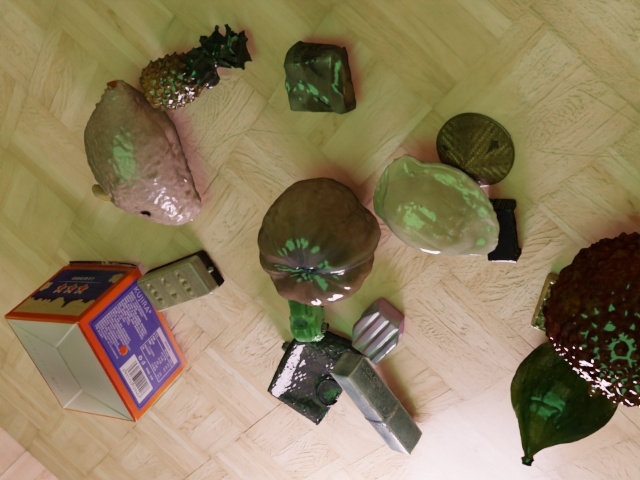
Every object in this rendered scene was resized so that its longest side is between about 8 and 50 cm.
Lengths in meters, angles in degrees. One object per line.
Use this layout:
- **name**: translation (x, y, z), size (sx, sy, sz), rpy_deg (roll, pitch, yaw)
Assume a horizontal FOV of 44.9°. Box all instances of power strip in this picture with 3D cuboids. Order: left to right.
- **power strip**: translation (-0.354, 0.104, 1.954), size (0.256, 0.070, 0.105), rpy_deg (-20, 110, 41)

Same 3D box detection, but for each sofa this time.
- **sofa**: translation (0.333, -0.018, 1.418), size (0.060, 0.039, 0.118), rpy_deg (6, 126, 32)

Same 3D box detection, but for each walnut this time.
- **walnut**: translation (-0.002, 0.001, 1.526), size (0.248, 0.248, 0.248), rpy_deg (18, 131, 22)

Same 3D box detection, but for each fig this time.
- **fig**: translation (0.444, 0.318, 1.463), size (0.203, 0.235, 0.203), rpy_deg (22, 135, 24)

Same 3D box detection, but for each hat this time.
- **hat**: translation (0.259, -0.143, 1.351), size (0.145, 0.067, 0.146), rpy_deg (18, 131, 22)

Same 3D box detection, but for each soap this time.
- **soap**: translation (0.128, 0.197, 1.709), size (0.100, 0.056, 0.149), rpy_deg (37, 136, 1)

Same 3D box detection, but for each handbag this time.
- **handbag**: translation (-0.013, 0.318, 1.858), size (0.175, 0.089, 0.270), rpy_deg (29, 119, 1)

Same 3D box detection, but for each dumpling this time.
- **dumpling**: translation (0.208, -0.065, 1.396), size (0.252, 0.131, 0.179), rpy_deg (28, 131, 22)

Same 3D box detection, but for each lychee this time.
- **lychee**: translation (0.508, 0.133, 1.255), size (0.275, 0.275, 0.304), rpy_deg (27, 113, 14)

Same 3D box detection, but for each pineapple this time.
- **pineapple**: translation (-0.240, -0.341, 1.515), size (0.251, 0.125, 0.125), rpy_deg (-17, 113, 35)

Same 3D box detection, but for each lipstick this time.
- **lipstick**: translation (0.132, 0.377, 1.797), size (0.076, 0.077, 0.290), rpy_deg (3, 135, 51)

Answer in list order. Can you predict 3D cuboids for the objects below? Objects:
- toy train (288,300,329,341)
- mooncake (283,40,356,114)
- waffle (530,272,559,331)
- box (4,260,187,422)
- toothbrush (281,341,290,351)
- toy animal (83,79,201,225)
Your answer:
- **toy train**: translation (-0.035, 0.153, 1.752), size (0.099, 0.081, 0.149), rpy_deg (-6, 77, 34)
- **mooncake**: translation (0.003, -0.296, 1.401), size (0.125, 0.073, 0.130), rpy_deg (9, 129, 25)
- **waffle**: translation (0.454, 0.128, 1.461), size (0.092, 0.021, 0.135), rpy_deg (24, 134, 19)
- **box**: translation (-0.601, 0.269, 2.116), size (0.318, 0.257, 0.349), rpy_deg (-1, 123, 36)
- **toothbrush**: translation (0.028, 0.324, 1.896), size (0.288, 0.024, 0.021), rpy_deg (27, 126, 14)
- **toy animal**: translation (-0.408, -0.182, 1.686), size (0.226, 0.188, 0.359), rpy_deg (3, 124, 26)
